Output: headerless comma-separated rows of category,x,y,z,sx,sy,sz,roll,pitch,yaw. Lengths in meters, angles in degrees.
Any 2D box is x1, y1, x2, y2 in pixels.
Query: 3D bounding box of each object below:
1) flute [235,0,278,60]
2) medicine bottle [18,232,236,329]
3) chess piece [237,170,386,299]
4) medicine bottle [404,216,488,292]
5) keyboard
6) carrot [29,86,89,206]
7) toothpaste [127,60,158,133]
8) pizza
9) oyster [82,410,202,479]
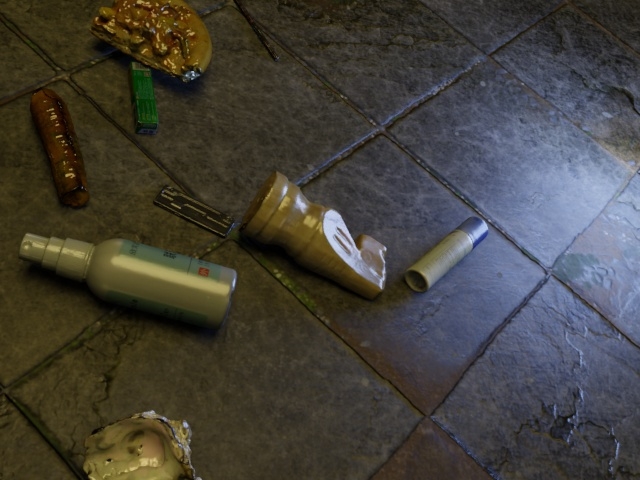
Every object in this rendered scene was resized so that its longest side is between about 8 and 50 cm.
flute,-0.167,-0.532,1.845,0.014,0.014,0.269,-17,63,-31
medicine bottle,-0.323,0.056,1.280,0.352,0.110,0.110,16,51,-9
chess piece,0.000,0.000,1.457,0.301,0.137,0.137,33,49,-12
medicine bottle,0.262,0.026,1.562,0.059,0.059,0.231,44,51,13
keyboard,-0.241,-0.056,1.461,0.155,0.010,0.053,27,51,0
carrot,-0.488,-0.177,1.422,0.070,0.070,0.260,-10,61,-27
toothpaste,-0.370,-0.298,1.576,0.043,0.037,0.178,2,55,-25
pizza,-0.331,-0.474,1.679,0.258,0.087,0.268,27,38,-3
oyster,-0.255,0.336,1.132,0.163,0.081,0.191,-41,91,-14
